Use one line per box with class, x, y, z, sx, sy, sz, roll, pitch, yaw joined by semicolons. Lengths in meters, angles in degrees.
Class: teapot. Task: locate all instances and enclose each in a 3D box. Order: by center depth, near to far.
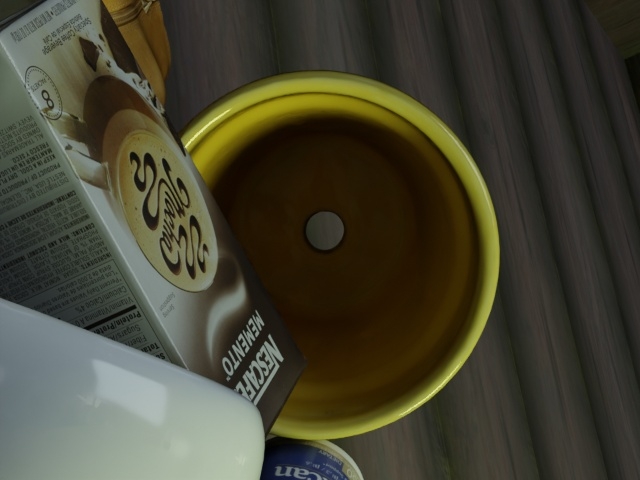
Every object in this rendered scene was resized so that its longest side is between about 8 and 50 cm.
teapot;-0.162;0.126;0.878;0.252;0.256;0.187;71;39;-79

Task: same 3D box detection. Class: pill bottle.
pill bottle;-0.026;0.210;1.251;0.094;0.094;0.169;59;21;-17

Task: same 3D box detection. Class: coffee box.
coffee box;-0.142;0.005;1.154;0.297;0.119;0.168;61;20;-13

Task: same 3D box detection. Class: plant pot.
plant pot;0.000;0.000;1.372;0.239;0.254;0.254;-69;133;-84

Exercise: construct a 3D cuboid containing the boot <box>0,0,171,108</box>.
boot;-0.197;-0.197;1.298;0.211;0.104;0.295;-86;152;-62
